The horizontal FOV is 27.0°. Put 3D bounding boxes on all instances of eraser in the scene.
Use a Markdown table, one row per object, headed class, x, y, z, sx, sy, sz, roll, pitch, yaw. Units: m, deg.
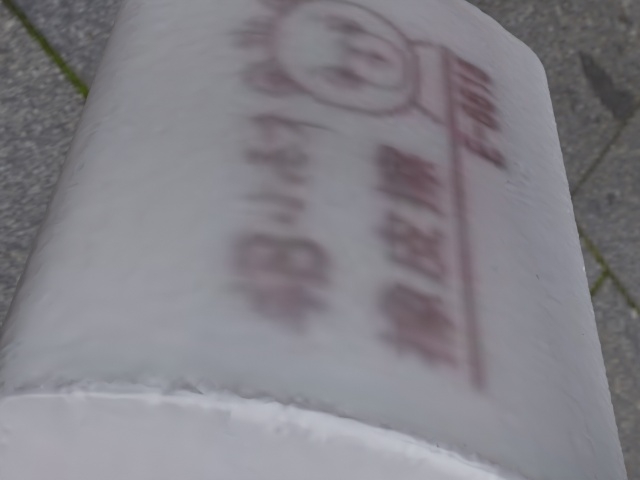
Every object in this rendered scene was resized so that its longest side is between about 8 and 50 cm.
| class | x | y | z | sx | sy | sz | roll | pitch | yaw |
| --- | --- | --- | --- | --- | --- | --- | --- | --- | --- |
| eraser | 0.000 | 0.000 | 0.438 | 0.174 | 0.094 | 0.270 | 16 | 36 | -8 |
